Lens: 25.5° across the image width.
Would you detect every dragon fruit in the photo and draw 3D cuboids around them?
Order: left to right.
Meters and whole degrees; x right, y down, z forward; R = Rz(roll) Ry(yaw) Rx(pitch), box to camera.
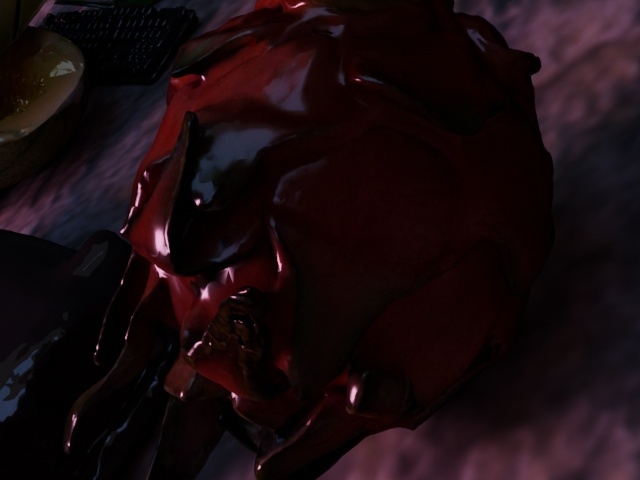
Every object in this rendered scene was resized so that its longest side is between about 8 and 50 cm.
[{"bbox_3d":[0.000,0.000,0.609,0.192,0.193,0.274,19,90,59],"label":"dragon fruit"}]

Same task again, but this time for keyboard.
[{"bbox_3d":[-0.182,-0.158,1.148,0.231,0.023,0.072,8,60,52],"label":"keyboard"}]

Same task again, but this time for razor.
[{"bbox_3d":[-0.235,0.079,0.837,0.349,0.113,0.204,0,49,48],"label":"razor"}]

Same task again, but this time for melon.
[{"bbox_3d":[-0.224,-0.085,1.063,0.128,0.079,0.160,1,47,32],"label":"melon"}]

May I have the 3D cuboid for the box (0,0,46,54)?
[{"bbox_3d":[-0.329,-0.102,1.079,0.173,0.043,0.311,0,50,53],"label":"box"}]

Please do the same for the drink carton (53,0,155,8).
[{"bbox_3d":[-0.180,-0.293,1.191,0.144,0.146,0.142,6,38,17],"label":"drink carton"}]
